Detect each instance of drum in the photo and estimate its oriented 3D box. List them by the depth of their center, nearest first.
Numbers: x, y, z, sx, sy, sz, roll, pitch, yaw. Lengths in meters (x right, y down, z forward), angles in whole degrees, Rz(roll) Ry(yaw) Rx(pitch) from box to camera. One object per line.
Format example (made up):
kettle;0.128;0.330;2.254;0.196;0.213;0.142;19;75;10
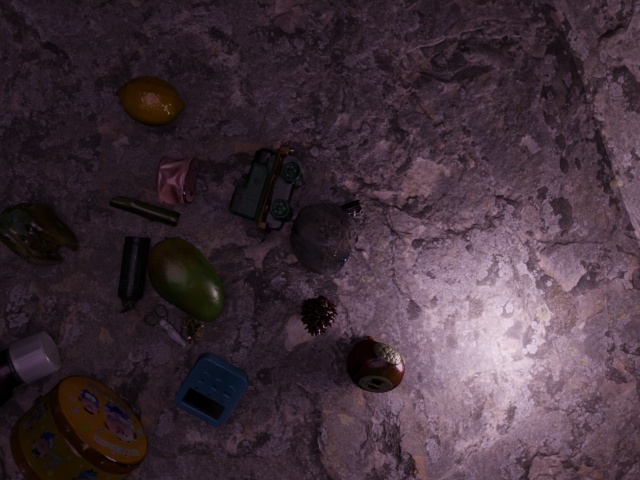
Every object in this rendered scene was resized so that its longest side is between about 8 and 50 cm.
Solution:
drum;-0.847;0.702;1.638;0.214;0.431;0.431;-43;96;-6

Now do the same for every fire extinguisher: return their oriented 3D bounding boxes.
fire extinguisher;-0.747;0.138;1.823;0.114;0.095;0.311;3;87;36

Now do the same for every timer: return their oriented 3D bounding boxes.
timer;-0.442;0.613;1.865;0.232;0.091;0.250;30;89;-8

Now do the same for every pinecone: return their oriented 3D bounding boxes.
pinecone;-0.010;0.309;1.894;0.174;0.173;0.173;0;89;-9

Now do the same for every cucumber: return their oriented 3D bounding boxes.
cucumber;0.041;-0.104;1.955;0.300;0.072;0.072;-16;92;-6

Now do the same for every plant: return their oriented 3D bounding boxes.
plant;-0.508;0.355;1.844;0.104;0.122;0.116;-20;85;-20

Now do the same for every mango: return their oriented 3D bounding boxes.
mango;-0.524;0.162;1.804;0.225;0.201;0.382;-41;106;-30

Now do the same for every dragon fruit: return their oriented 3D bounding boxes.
dragon fruit;0.000;0.000;1.833;0.204;0.221;0.283;22;108;-27

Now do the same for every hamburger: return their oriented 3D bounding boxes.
hamburger;-1.086;-0.030;1.730;0.168;0.192;0.288;-41;95;3

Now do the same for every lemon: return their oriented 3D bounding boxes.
lemon;-0.661;-0.542;1.793;0.257;0.188;0.188;7;88;-11

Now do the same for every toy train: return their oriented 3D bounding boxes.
toy train;-0.216;-0.210;1.873;0.249;0.178;0.429;16;87;3

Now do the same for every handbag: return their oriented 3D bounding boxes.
handbag;-0.562;-0.237;1.813;0.116;0.179;0.205;7;87;-1

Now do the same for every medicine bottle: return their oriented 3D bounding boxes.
medicine bottle;-1.183;0.494;1.686;0.395;0.242;0.242;-19;92;-20

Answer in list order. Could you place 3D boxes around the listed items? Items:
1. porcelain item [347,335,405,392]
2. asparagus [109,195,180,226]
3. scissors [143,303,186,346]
porcelain item;0.230;0.501;1.928;0.253;0.253;0.253;0;89;-9
asparagus;-0.702;-0.122;1.848;0.278;0.060;0.067;20;106;-8
scissors;-0.622;0.357;1.869;0.101;0.027;0.204;-42;94;-6
